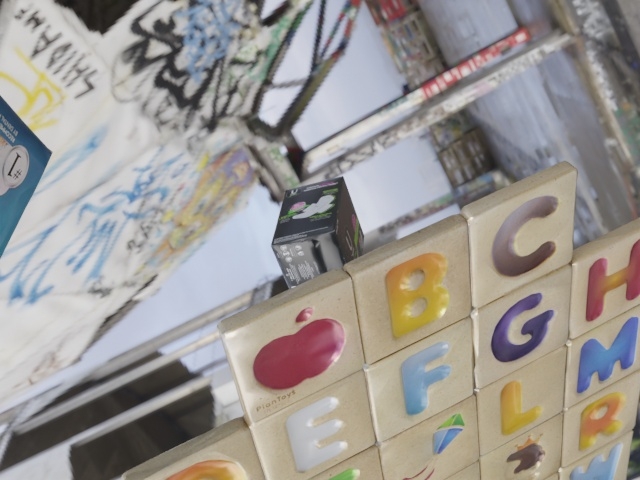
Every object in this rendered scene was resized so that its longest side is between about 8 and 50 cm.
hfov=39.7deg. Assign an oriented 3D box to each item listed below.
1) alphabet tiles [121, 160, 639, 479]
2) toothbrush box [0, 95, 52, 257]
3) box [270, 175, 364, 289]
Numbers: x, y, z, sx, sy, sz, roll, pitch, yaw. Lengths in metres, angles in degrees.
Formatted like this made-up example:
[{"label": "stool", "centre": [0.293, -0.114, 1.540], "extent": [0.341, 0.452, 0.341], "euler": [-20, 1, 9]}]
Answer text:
[{"label": "alphabet tiles", "centre": [0.059, 0.128, 0.474], "extent": [0.011, 0.285, 0.343], "euler": [51, 159, 46]}, {"label": "toothbrush box", "centre": [-0.264, 0.043, 0.294], "extent": [0.126, 0.216, 0.296], "euler": [66, -138, -65]}, {"label": "box", "centre": [0.000, 0.000, 0.685], "extent": [0.083, 0.052, 0.062], "euler": [-79, -27, -56]}]
